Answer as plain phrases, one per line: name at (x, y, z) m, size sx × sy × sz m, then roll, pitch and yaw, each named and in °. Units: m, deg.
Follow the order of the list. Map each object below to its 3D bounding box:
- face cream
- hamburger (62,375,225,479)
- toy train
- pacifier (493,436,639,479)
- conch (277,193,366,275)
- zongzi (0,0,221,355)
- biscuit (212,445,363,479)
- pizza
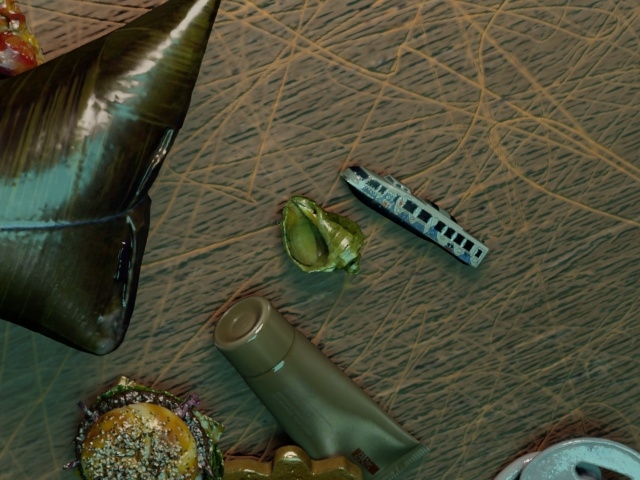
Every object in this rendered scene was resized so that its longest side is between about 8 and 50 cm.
face cream at (-0.003, 0.203, 1.638) m, size 0.137 × 0.084 × 0.341 m, roll -39°, pitch 123°, yaw 0°
hamburger at (-0.204, 0.256, 1.575) m, size 0.190 × 0.093 × 0.164 m, roll 14°, pitch 100°, yaw -7°
toy train at (0.110, -0.034, 1.594) m, size 0.207 × 0.043 × 0.047 m, roll 32°, pitch 97°, yaw -23°
pacifier at (0.326, 0.397, 1.723) m, size 0.239 × 0.226 × 0.287 m, roll 20°, pitch 103°, yaw -2°
conch at (0.000, 0.000, 1.557) m, size 0.121 × 0.074 × 0.089 m, roll 45°, pitch 58°, yaw -5°
zongzi at (-0.332, -0.129, 1.333) m, size 0.403 × 0.208 × 0.432 m, roll 16°, pitch 111°, yaw -19°
biscuit at (-0.057, 0.323, 1.665) m, size 0.226 × 0.036 × 0.166 m, roll -5°, pitch 122°, yaw 3°
pizza at (-0.355, -0.212, 1.391) m, size 0.193 × 0.053 × 0.201 m, roll 22°, pitch 103°, yaw -22°
